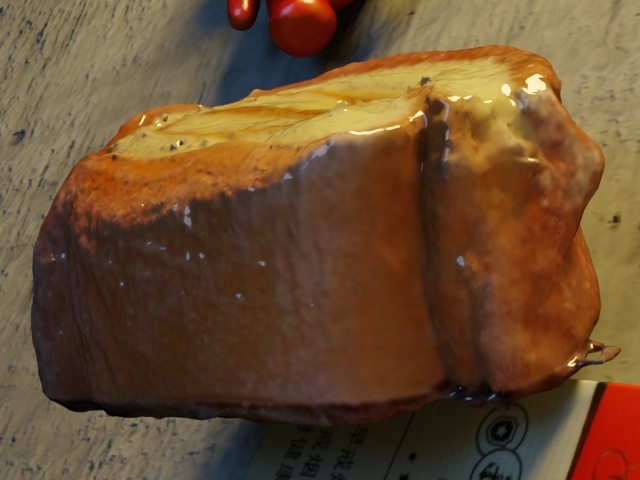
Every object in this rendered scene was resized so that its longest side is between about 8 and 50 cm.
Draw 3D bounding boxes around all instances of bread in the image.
[{"bbox_3d":[0.009,-0.004,0.651,0.244,0.123,0.190,-1,18,43],"label":"bread"}]

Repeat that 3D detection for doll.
[{"bbox_3d":[-0.010,-0.205,0.938,0.142,0.076,0.245,-37,41,19],"label":"doll"}]

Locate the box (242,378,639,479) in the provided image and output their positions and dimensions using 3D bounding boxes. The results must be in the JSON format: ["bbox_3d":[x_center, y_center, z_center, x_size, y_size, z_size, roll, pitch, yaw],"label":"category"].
[{"bbox_3d":[0.053,0.114,0.605,0.245,0.035,0.139,0,57,48],"label":"box"}]
